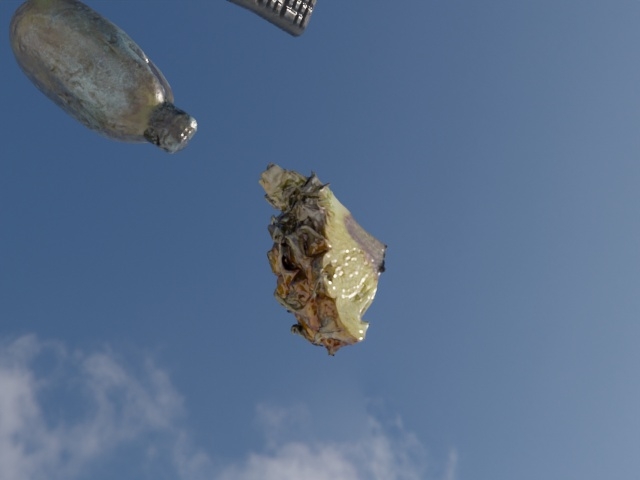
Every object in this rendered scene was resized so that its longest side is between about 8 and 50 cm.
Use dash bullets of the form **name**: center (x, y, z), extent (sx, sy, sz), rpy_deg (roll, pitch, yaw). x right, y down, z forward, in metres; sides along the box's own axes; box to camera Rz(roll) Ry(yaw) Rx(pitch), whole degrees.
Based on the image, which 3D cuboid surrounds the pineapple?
- **pineapple**: center (0.000, 0.000, 0.536), extent (0.077, 0.114, 0.114), rpy_deg (-23, -54, -3)

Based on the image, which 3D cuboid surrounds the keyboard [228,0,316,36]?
- **keyboard**: center (-0.100, -0.271, 0.763), extent (0.381, 0.041, 0.103), rpy_deg (13, -80, -54)

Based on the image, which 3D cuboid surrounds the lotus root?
- **lotus root**: center (-0.189, -0.141, 0.798), extent (0.192, 0.113, 0.088), rpy_deg (39, -98, 10)
